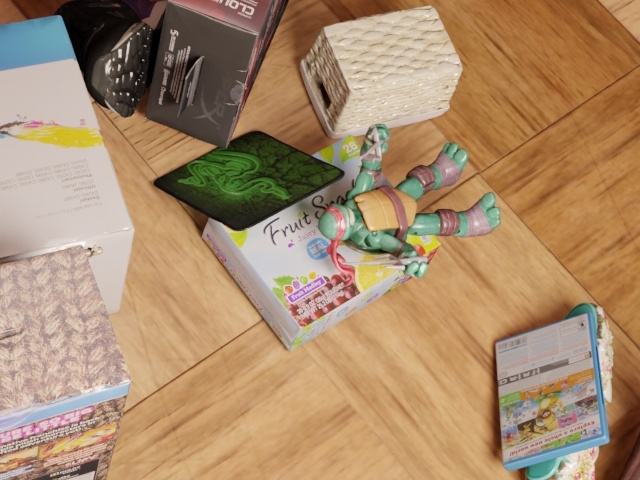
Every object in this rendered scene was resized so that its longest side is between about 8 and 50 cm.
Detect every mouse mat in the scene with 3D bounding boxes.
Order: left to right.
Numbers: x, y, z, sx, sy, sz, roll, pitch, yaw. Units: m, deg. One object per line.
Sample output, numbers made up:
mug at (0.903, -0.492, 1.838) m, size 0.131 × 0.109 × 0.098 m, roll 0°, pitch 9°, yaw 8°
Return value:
mouse mat at (-0.082, -0.070, 1.630) m, size 0.152 × 0.007 × 0.189 m, roll -30°, pitch 33°, yaw -26°

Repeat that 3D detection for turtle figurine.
turtle figurine at (0.078, -0.037, 1.573) m, size 0.234 × 0.118 × 0.175 m, roll -13°, pitch 81°, yaw -38°

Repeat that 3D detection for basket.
basket at (0.076, -0.207, 1.754) m, size 0.167 × 0.103 × 0.113 m, roll -14°, pitch 67°, yaw -21°

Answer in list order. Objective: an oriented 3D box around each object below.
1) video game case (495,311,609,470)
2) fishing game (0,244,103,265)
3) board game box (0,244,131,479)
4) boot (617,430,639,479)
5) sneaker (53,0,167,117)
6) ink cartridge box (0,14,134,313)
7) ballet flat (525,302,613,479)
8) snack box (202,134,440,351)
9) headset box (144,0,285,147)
video game case at (0.250, 0.163, 1.582) m, size 0.119 × 0.015 × 0.166 m, roll -20°, pitch 44°, yaw 24°
fishing game at (-0.311, 0.074, 1.410) m, size 0.189 × 0.264 × 0.041 m, roll -11°, pitch 65°, yaw -21°
board game box at (-0.319, 0.156, 1.346) m, size 0.232 × 0.291 × 0.141 m, roll -14°, pitch 66°, yaw -21°
boot at (0.344, 0.254, 1.516) m, size 0.207 × 0.090 × 0.248 m, roll -33°, pitch 113°, yaw -24°
sneaker at (-0.250, -0.215, 1.629) m, size 0.124 × 0.107 × 0.283 m, roll 13°, pitch 18°, yaw 0°
ink cartridge box at (-0.331, -0.057, 1.515) m, size 0.197 × 0.198 × 0.270 m, roll -13°, pitch 65°, yaw -20°
ballet flat at (0.284, 0.186, 1.613) m, size 0.077 × 0.091 × 0.241 m, roll 37°, pitch 59°, yaw -28°
snack box at (0.000, 0.000, 1.640) m, size 0.207 × 0.070 × 0.174 m, roll -29°, pitch 71°, yaw -28°
headset box at (-0.104, -0.268, 1.670) m, size 0.110 × 0.218 × 0.293 m, roll 20°, pitch 57°, yaw -1°
